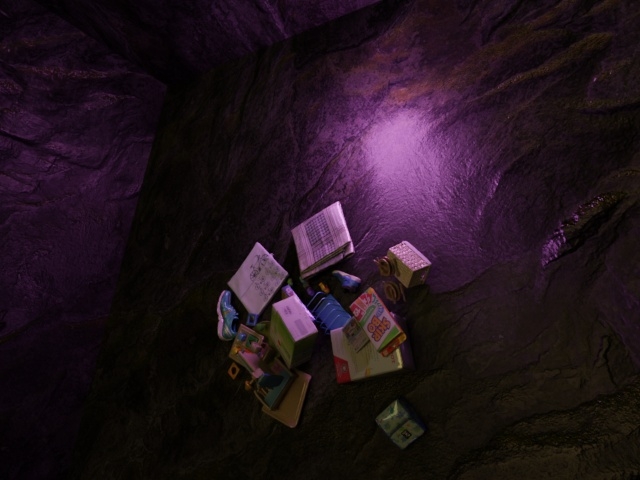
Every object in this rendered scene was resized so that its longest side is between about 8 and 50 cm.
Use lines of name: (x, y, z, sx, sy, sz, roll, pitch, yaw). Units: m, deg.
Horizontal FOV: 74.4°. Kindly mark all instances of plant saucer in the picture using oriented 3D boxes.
plant saucer: (-0.273, 0.528, 2.118, 0.240, 0.037, 0.241, -13, 66, 33)

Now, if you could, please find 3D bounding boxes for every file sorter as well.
file sorter: (0.032, 0.333, 1.913, 0.118, 0.104, 0.170, -53, 52, 10)

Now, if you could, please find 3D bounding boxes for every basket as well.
basket: (0.353, 0.100, 1.725, 0.167, 0.103, 0.113, 48, 144, 38)

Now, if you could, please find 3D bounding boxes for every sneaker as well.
sneaker: (-0.497, 0.408, 2.309, 0.109, 0.107, 0.276, -12, 71, 13)
sneaker: (0.105, 0.195, 1.935, 0.152, 0.058, 0.085, 18, 77, 33)

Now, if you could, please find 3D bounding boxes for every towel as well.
towel: (0.000, 0.000, 2.053, 0.312, 0.056, 0.324, -30, 53, 20)

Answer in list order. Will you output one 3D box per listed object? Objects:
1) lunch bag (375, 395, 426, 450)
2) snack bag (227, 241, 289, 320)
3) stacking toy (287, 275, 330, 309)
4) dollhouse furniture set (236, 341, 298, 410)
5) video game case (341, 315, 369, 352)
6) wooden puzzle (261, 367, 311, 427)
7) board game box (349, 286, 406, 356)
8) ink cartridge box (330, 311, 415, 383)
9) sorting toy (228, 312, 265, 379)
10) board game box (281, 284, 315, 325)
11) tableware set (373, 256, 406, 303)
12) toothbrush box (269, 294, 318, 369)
lunch bag: (0.305, 0.694, 1.596, 0.129, 0.096, 0.151, -46, 67, 12)
snack bag: (-0.349, 0.208, 2.288, 0.323, 0.037, 0.342, -54, 51, 10)
stacking toy: (-0.063, 0.220, 2.061, 0.167, 0.052, 0.221, -44, 49, 15)
dollhouse furniture set: (-0.306, 0.604, 1.891, 0.286, 0.303, 0.198, 33, 91, 38)
video game case: (0.140, 0.379, 1.701, 0.087, 0.011, 0.122, -52, 49, 22)
wooden puzzle: (-0.156, 0.715, 1.967, 0.220, 0.044, 0.239, 10, 76, 39)
board game box: (0.222, 0.319, 1.660, 0.124, 0.039, 0.259, -45, 51, 13)
ink cartridge box: (0.208, 0.448, 1.722, 0.306, 0.131, 0.226, -22, 60, 28)
sorting toy: (-0.389, 0.542, 2.145, 0.196, 0.047, 0.348, 18, 86, 39)
board game box: (-0.107, 0.349, 1.988, 0.243, 0.042, 0.165, 47, 148, 37)
tableware set: (0.278, 0.164, 1.744, 0.128, 0.039, 0.194, -4, 103, 61)
toothbrush box: (-0.126, 0.414, 1.885, 0.206, 0.122, 0.283, 55, 153, 29)
